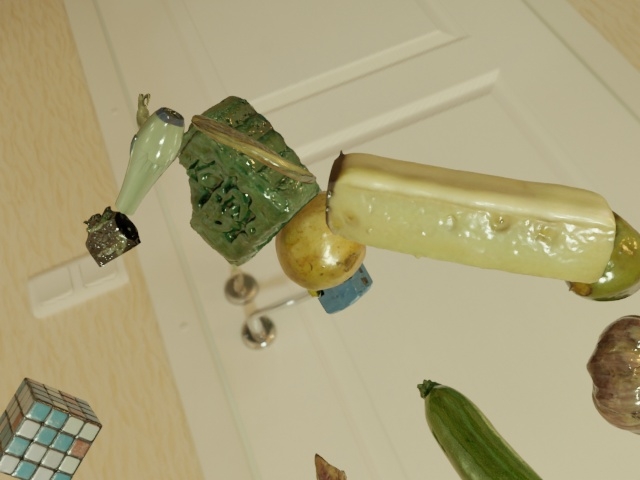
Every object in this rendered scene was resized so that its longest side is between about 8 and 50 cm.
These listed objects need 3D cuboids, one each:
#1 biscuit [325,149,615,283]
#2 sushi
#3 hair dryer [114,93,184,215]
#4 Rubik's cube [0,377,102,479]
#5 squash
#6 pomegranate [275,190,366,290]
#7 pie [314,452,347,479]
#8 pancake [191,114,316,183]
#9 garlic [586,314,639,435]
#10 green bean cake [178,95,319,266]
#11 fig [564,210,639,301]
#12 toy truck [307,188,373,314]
[{"bbox_3d":[0.098,-0.018,0.433,0.188,0.052,0.056,10,125,5],"label":"biscuit"},{"bbox_3d":[-0.368,-0.012,1.124,0.083,0.084,0.056,-22,-163,33],"label":"sushi"},{"bbox_3d":[-0.274,-0.132,0.956,0.067,0.199,0.167,21,99,-36],"label":"hair dryer"},{"bbox_3d":[-0.342,0.238,0.794,0.092,0.092,0.092,35,78,-29],"label":"Rubik's cube"},{"bbox_3d":[0.280,0.374,1.101,0.107,0.395,0.107,-11,120,-20],"label":"squash"},{"bbox_3d":[0.000,0.000,1.656,0.261,0.260,0.260,-18,147,-12],"label":"pomegranate"},{"bbox_3d":[0.025,0.587,1.576,0.034,0.092,0.170,-12,146,26],"label":"pie"},{"bbox_3d":[-0.115,-0.161,1.157,0.250,0.250,0.031,22,99,-50],"label":"pancake"},{"bbox_3d":[0.622,0.269,1.309,0.161,0.244,0.245,0,172,45],"label":"garlic"},{"bbox_3d":[-0.200,-0.124,1.463,0.308,0.300,0.169,-41,-177,45],"label":"green bean cake"},{"bbox_3d":[0.462,0.031,1.058,0.166,0.144,0.154,-33,123,-44],"label":"fig"},{"bbox_3d":[0.008,0.025,1.935,0.161,0.384,0.162,-35,168,29],"label":"toy truck"}]
